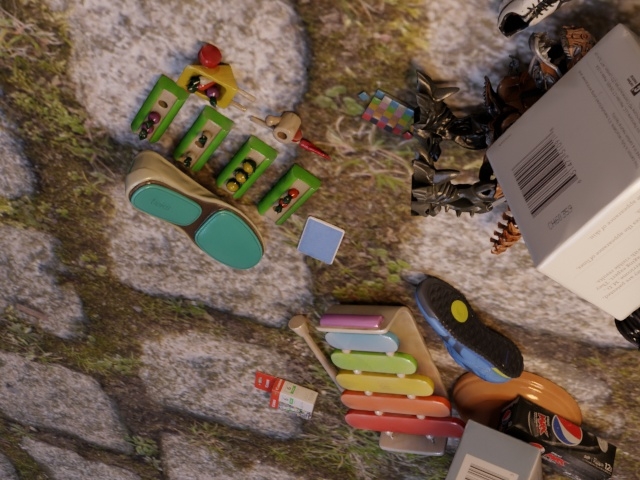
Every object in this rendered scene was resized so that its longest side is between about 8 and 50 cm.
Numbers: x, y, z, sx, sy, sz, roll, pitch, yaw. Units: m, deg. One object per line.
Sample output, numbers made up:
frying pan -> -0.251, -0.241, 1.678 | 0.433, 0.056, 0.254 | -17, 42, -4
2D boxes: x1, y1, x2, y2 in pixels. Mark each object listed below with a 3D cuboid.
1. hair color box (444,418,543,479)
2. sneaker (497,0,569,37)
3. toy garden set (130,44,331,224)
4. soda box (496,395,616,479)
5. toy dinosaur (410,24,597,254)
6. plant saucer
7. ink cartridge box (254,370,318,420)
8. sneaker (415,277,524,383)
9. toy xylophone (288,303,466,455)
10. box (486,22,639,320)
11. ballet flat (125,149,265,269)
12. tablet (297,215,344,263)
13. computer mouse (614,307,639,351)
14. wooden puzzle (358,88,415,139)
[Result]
hair color box -> 0.254, 0.416, 1.512 | 0.114, 0.185, 0.374 | 20, 162, 21
sneaker -> 0.214, -0.229, 0.958 | 0.040, 0.043, 0.109 | 40, 139, -18
toy garden set -> -0.108, -0.122, 1.258 | 0.244, 0.049, 0.204 | 33, 142, -12
soda box -> 0.345, 0.296, 1.461 | 0.169, 0.053, 0.060 | 28, 143, -6
toy dinosaur -> 0.206, -0.086, 1.063 | 0.218, 0.164, 0.322 | 2, 122, 3
plant saucer -> 0.297, 0.267, 1.528 | 0.200, 0.037, 0.200 | 14, 142, 11
ink cartridge box -> -0.064, 0.270, 1.733 | 0.115, 0.029, 0.063 | 19, 143, 6
sneaker -> 0.191, 0.134, 1.397 | 0.209, 0.069, 0.082 | 41, 144, -22
toy xylophone -> 0.081, 0.205, 1.527 | 0.236, 0.081, 0.322 | -7, 131, 35
box -> 0.270, -0.062, 0.897 | 0.119, 0.181, 0.182 | 29, 120, -30
ballet flat -> -0.167, -0.045, 1.357 | 0.086, 0.086, 0.248 | -9, 148, 36
tablet -> 0.000, 0.000, 1.386 | 0.054, 0.006, 0.083 | 23, 143, 2
computer mouse -> 0.452, 0.094, 1.124 | 0.262, 0.184, 0.060 | 25, 124, 0
wooden puzzle -> 0.080, -0.148, 1.161 | 0.083, 0.006, 0.049 | 27, 143, -5
